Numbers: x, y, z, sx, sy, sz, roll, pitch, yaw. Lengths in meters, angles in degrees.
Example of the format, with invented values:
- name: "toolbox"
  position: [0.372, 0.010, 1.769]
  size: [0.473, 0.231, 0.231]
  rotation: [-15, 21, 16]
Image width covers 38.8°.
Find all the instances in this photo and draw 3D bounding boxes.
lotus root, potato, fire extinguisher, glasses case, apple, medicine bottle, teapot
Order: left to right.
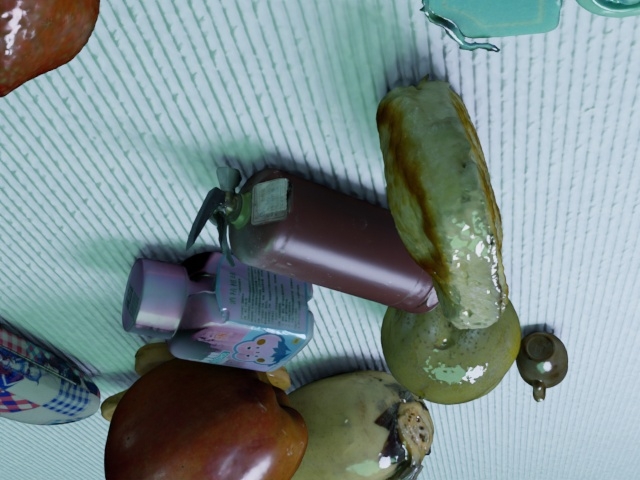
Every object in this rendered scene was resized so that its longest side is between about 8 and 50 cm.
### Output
- name: "glasses case"
  position: [-0.407, 0.169, 1.148]
  size: [0.125, 0.076, 0.327]
  rotation: [-15, 149, 18]
- name: "apple"
  position: [-0.137, 0.238, 1.067]
  size: [0.233, 0.234, 0.234]
  rotation: [-2, 151, -1]
- name: "medicine bottle"
  position: [-0.112, 0.074, 0.981]
  size: [0.187, 0.094, 0.119]
  rotation: [12, 148, -24]
- name: "fire extinguisher"
  position: [0.000, 0.000, 0.849]
  size: [0.268, 0.105, 0.104]
  rotation: [18, 145, -32]
- name: "lotus root"
  position: [0.008, 0.278, 1.282]
  size: [0.309, 0.183, 0.182]
  rotation: [-17, 147, 30]
- name: "potato"
  position: [0.145, 0.117, 1.047]
  size: [0.157, 0.157, 0.194]
  rotation: [-2, 164, 0]
- name: "teapot"
  position: [0.265, 0.159, 1.184]
  size: [0.110, 0.085, 0.080]
  rotation: [9, 154, 22]

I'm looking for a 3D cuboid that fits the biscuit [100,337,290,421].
- name: "biscuit"
  position: [-0.148, 0.172, 1.203]
  size: [0.215, 0.047, 0.340]
  rotation: [10, 144, -25]

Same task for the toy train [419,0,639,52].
- name: "toy train"
  position: [0.124, -0.203, 0.498]
  size: [0.162, 0.112, 0.203]
  rotation: [-2, 151, 12]

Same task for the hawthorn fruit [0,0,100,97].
- name: "hawthorn fruit"
  position: [-0.198, -0.174, 0.496]
  size: [0.156, 0.157, 0.194]
  rotation: [6, 132, -14]

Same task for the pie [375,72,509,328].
- name: "pie"
  position: [0.099, -0.029, 0.730]
  size: [0.084, 0.179, 0.205]
  rotation: [-14, 142, 10]
